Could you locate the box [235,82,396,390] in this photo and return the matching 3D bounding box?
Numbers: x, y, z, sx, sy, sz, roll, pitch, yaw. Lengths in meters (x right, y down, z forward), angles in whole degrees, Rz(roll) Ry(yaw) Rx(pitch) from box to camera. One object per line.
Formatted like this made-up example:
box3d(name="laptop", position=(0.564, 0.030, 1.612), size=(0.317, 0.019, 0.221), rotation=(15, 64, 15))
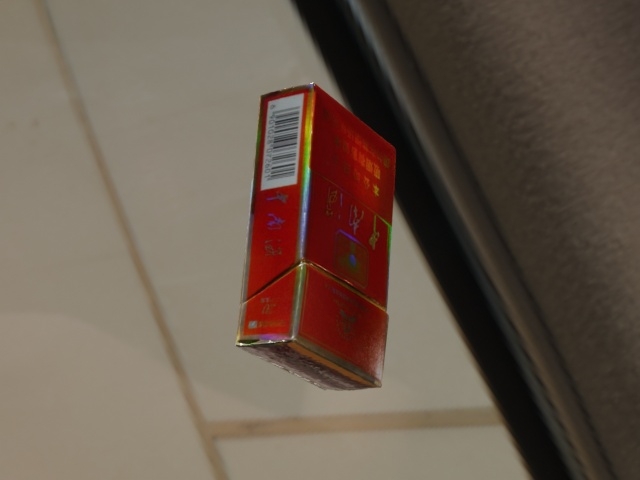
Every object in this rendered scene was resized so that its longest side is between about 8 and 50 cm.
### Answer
box3d(name="box", position=(0.001, 0.000, 0.927), size=(0.048, 0.112, 0.175), rotation=(-9, -114, 30))
